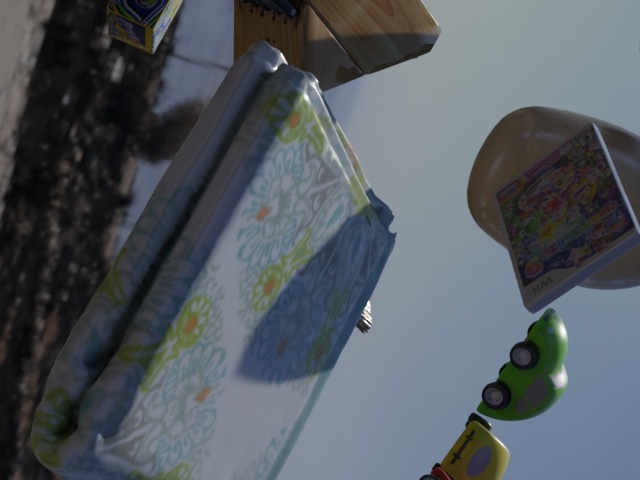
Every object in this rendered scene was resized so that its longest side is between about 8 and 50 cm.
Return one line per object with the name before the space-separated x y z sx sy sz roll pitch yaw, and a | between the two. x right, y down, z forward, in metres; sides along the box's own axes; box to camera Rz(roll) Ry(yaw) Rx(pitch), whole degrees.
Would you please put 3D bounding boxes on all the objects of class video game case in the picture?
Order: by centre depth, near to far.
video game case | 0.159 -0.017 0.883 0.087 0.011 0.122 -37 -147 22

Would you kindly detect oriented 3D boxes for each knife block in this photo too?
knife block | 0.001 -0.259 1.179 0.275 0.088 0.242 -25 130 -42

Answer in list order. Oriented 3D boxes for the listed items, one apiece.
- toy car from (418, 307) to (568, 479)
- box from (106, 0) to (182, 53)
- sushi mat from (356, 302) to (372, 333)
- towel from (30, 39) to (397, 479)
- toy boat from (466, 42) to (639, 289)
toy car | 0.137 0.155 1.068 0.225 0.053 0.239 -59 168 23
box | -0.157 -0.279 1.374 0.059 0.054 0.169 111 3 -70
sushi mat | 0.000 0.000 1.923 0.316 0.019 0.151 45 39 -46
towel | -0.075 0.061 1.132 0.374 0.090 0.320 -62 153 -15
toy boat | 0.332 -0.101 1.519 0.318 0.267 0.148 -62 179 21
